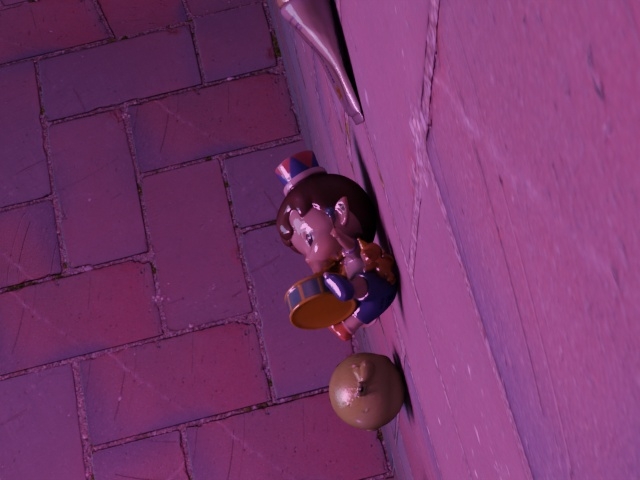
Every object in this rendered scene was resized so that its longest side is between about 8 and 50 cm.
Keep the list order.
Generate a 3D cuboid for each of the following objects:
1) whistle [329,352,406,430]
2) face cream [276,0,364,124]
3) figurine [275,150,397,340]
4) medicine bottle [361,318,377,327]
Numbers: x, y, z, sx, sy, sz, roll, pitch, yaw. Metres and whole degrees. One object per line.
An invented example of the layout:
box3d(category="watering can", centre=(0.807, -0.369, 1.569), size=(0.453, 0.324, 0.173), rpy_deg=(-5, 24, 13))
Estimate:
box3d(category="whistle", centre=(0.082, 0.272, 1.559), size=(0.294, 0.141, 0.141), rpy_deg=(83, 173, -79))
box3d(category="face cream", centre=(0.004, -0.257, 1.141), size=(0.114, 0.070, 0.224), rpy_deg=(-118, 5, -84))
box3d(category="figurine", centre=(0.009, -0.002, 1.241), size=(0.161, 0.158, 0.276), rpy_deg=(93, 165, -52))
box3d(category="medicine bottle", centre=(0.082, 0.128, 1.726), size=(0.089, 0.052, 0.052), rpy_deg=(-105, 2, -46))
